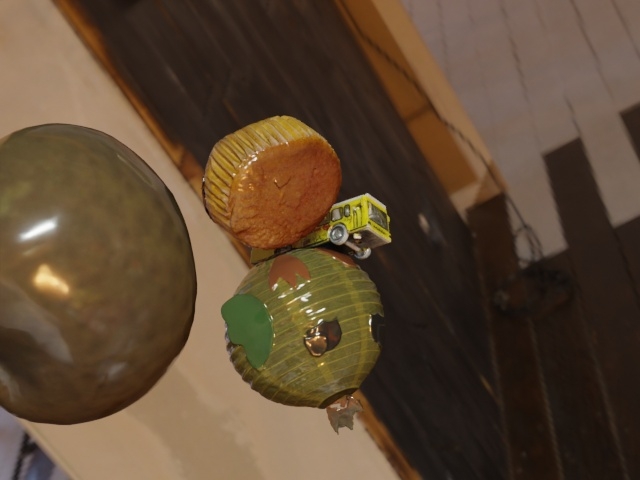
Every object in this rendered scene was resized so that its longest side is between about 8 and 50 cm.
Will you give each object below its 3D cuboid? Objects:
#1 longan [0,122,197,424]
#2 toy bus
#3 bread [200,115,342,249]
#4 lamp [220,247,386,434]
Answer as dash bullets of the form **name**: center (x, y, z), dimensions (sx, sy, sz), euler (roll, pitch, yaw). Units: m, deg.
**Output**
- **longan**: center (-0.275, 0.043, 1.298), dimensions (0.288, 0.350, 0.288), euler (-6, 29, 4)
- **toy bus**: center (0.000, 0.000, 1.847), dimensions (0.226, 0.081, 0.074), euler (-19, 57, 32)
- **bread**: center (-0.066, -0.079, 1.694), dimensions (0.199, 0.199, 0.104), euler (-39, 42, -11)
- **lamp**: center (-0.016, 0.152, 1.759), dimensions (0.250, 0.284, 0.250), euler (-22, -15, -6)
